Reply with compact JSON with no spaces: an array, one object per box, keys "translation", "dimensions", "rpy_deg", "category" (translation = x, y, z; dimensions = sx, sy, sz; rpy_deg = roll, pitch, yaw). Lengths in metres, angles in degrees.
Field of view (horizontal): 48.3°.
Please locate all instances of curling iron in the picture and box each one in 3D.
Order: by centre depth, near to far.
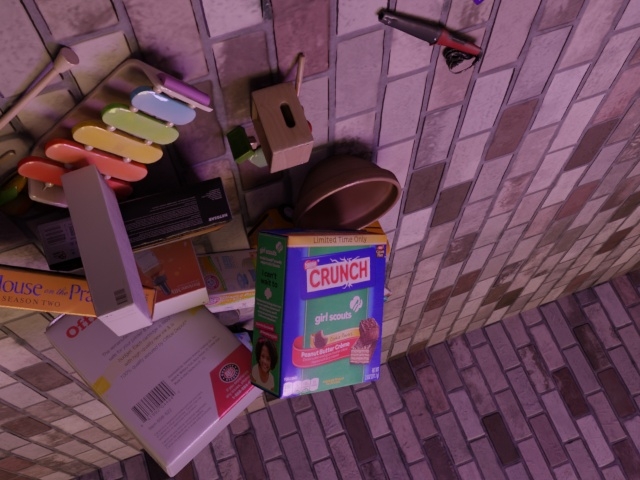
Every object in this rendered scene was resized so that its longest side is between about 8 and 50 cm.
[{"translation":[0.191,-0.338,1.217],"dimensions":[0.274,0.035,0.068],"rpy_deg":[5,145,-48],"category":"curling iron"}]

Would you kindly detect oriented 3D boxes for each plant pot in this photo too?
[{"translation":[0.042,-0.105,1.503],"dimensions":[0.237,0.110,0.237],"rpy_deg":[-19,158,-8],"category":"plant pot"}]

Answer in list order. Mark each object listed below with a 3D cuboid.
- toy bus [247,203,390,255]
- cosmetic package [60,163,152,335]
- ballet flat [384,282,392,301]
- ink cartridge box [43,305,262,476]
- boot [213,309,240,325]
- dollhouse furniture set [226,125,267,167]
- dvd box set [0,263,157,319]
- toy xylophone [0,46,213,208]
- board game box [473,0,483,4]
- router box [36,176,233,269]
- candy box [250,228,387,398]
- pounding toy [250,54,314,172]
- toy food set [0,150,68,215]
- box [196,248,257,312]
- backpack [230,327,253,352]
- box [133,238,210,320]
[{"translation":[0.000,0.000,1.670],"dimensions":[0.332,0.130,0.108],"rpy_deg":[0,149,-42],"category":"toy bus"},{"translation":[-0.320,0.014,1.062],"dimensions":[0.060,0.239,0.099],"rpy_deg":[-21,157,-4],"category":"cosmetic package"},{"translation":[0.029,0.119,1.866],"dimensions":[0.147,0.147,0.409],"rpy_deg":[-6,172,-33],"category":"ballet flat"},{"translation":[-0.342,0.255,1.516],"dimensions":[0.279,0.384,0.160],"rpy_deg":[-41,166,-23],"category":"ink cartridge box"},{"translation":[-0.258,0.232,1.736],"dimensions":[0.076,0.208,0.189],"rpy_deg":[-37,135,21],"category":"boot"},{"translation":[-0.108,-0.157,1.318],"dimensions":[0.076,0.058,0.151],"rpy_deg":[-29,156,17],"category":"dollhouse furniture set"},{"translation":[-0.517,0.068,1.154],"dimensions":[0.420,0.062,0.307],"rpy_deg":[11,175,-32],"category":"dvd box set"},{"translation":[-0.334,-0.164,1.070],"dimensions":[0.322,0.081,0.236],"rpy_deg":[-37,153,32],"category":"toy xylophone"},{"translation":[0.241,-0.438,1.028],"dimensions":[0.147,0.045,0.193],"rpy_deg":[-34,154,26],"category":"board game box"},{"translation":[-0.325,-0.024,1.279],"dimensions":[0.309,0.081,0.243],"rpy_deg":[-16,-179,-13],"category":"router box"},{"translation":[0.000,0.136,1.455],"dimensions":[0.268,0.317,0.122],"rpy_deg":[-2,-174,-39],"category":"candy box"},{"translation":[-0.057,-0.208,1.189],"dimensions":[0.100,0.141,0.130],"rpy_deg":[-18,171,-10],"category":"pounding toy"},{"translation":[-0.469,-0.080,1.190],"dimensions":[0.132,0.038,0.192],"rpy_deg":[-32,155,23],"category":"toy food set"},{"translation":[-0.222,0.098,1.710],"dimensions":[0.203,0.114,0.103],"rpy_deg":[-5,151,-32],"category":"box"},{"translation":[-0.372,0.387,2.088],"dimensions":[0.355,0.273,0.290],"rpy_deg":[16,145,-38],"category":"backpack"},{"translation":[-0.314,0.058,1.465],"dimensions":[0.130,0.170,0.091],"rpy_deg":[-18,157,-11],"category":"box"}]
